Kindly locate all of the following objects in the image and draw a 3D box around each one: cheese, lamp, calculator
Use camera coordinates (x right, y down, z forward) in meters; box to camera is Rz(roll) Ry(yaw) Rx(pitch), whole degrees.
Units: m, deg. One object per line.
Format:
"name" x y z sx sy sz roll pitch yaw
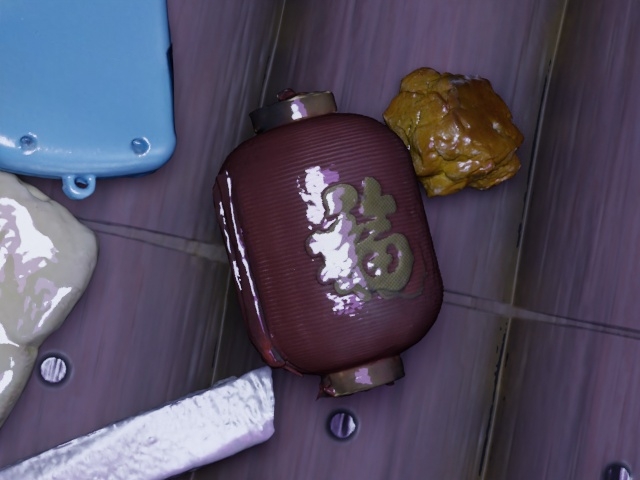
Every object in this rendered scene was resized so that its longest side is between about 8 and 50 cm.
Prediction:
"cheese" -0.297 0.070 1.367 0.159 0.093 0.263 33 83 -1
"lamp" 0.000 0.000 1.376 0.180 0.180 0.258 -16 89 -10
"calculator" -0.203 -0.173 1.386 0.173 0.051 0.293 1 73 -22

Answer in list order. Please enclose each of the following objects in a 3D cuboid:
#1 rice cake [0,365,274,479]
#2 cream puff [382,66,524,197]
"rice cake" -0.202 0.195 1.390 0.365 0.056 0.073 -23 84 -10
"cream puff" 0.109 -0.089 1.441 0.122 0.094 0.116 51 38 -10
